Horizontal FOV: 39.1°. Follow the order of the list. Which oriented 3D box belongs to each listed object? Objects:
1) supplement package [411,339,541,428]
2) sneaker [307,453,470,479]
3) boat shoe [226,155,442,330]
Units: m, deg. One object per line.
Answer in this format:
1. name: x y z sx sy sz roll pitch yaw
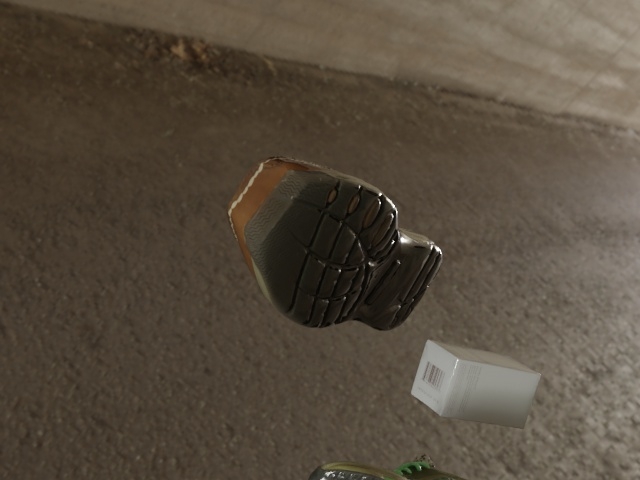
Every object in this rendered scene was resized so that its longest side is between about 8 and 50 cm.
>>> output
1. supplement package: 0.266 0.246 1.543 0.179 0.105 0.105 14 6 -25
2. sneaker: 0.134 0.374 1.264 0.410 0.158 0.182 28 17 -30
3. boat shoe: 0.000 0.000 0.764 0.120 0.122 0.324 38 1 25
